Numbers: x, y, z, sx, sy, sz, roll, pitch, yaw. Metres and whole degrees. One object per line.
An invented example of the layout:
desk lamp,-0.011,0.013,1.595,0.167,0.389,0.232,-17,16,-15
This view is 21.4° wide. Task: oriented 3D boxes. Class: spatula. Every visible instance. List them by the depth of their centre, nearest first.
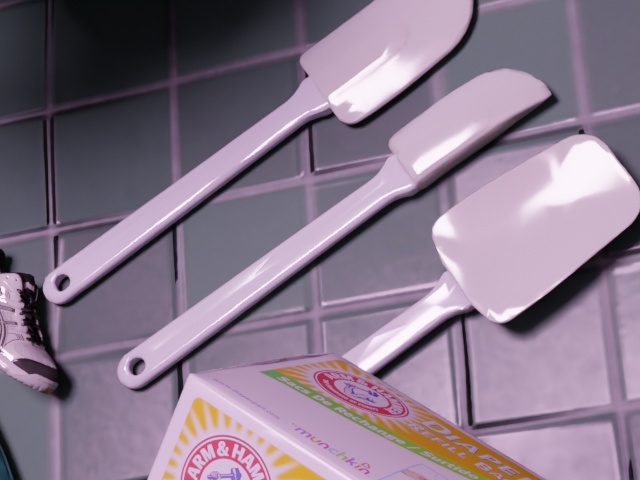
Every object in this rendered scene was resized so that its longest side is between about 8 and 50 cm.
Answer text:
spatula,0.000,0.000,0.733,0.242,0.019,0.168,-37,64,6

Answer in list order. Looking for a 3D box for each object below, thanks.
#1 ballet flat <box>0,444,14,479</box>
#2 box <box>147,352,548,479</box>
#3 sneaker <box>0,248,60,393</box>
ballet flat,-0.153,0.152,0.717,0.079,0.077,0.221,-47,61,23
box,0.035,0.136,0.608,0.203,0.103,0.114,29,106,27
sneaker,-0.140,0.033,0.769,0.037,0.032,0.083,-46,63,2
